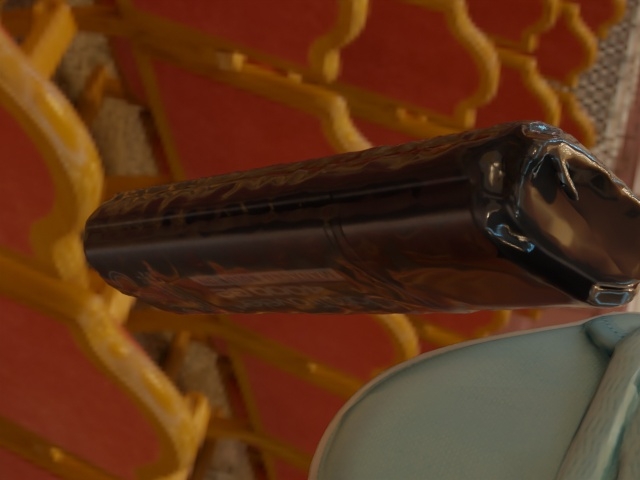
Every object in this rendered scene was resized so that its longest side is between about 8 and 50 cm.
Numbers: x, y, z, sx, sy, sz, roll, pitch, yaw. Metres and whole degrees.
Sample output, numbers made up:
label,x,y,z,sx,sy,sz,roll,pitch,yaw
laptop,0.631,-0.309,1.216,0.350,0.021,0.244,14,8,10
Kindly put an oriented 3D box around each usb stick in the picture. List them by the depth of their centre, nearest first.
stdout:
label,x,y,z,sx,sy,sz,roll,pitch,yaw
usb stick,0.000,0.000,0.508,0.077,0.278,0.045,28,71,-30

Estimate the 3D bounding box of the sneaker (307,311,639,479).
label,x,y,z,sx,sy,sz,roll,pitch,yaw
sneaker,0.142,0.046,0.280,0.150,0.366,0.135,59,44,-41
